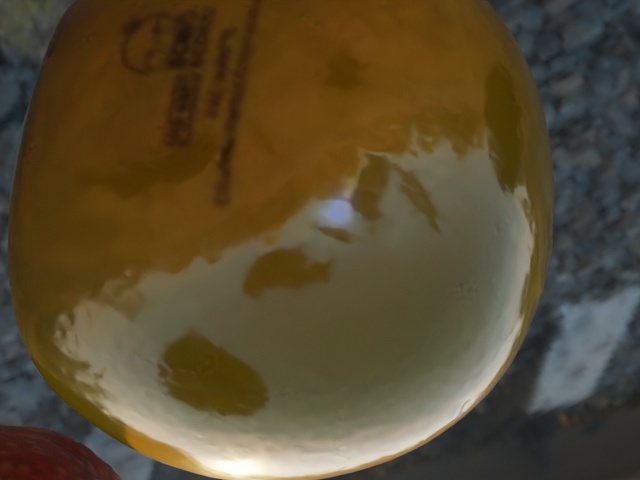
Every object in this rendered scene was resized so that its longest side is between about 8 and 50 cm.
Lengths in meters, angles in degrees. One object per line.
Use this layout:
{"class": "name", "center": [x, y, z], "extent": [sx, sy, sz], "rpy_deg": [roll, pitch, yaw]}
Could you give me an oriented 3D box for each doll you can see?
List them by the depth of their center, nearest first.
{"class": "doll", "center": [0.000, 0.000, 0.687], "extent": [0.213, 0.213, 0.236], "rpy_deg": [-30, 144, 7]}

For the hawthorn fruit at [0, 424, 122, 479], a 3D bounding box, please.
{"class": "hawthorn fruit", "center": [-0.163, 0.186, 0.882], "extent": [0.205, 0.205, 0.253], "rpy_deg": [-34, 179, 15]}
